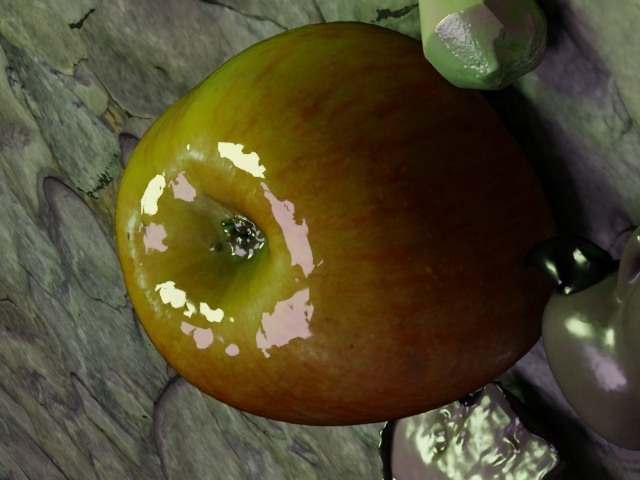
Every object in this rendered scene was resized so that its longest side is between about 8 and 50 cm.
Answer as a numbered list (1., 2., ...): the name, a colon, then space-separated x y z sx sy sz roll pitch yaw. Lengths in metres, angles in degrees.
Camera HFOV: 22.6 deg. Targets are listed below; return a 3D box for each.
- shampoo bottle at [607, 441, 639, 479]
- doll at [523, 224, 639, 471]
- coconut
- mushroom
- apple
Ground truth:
1. shampoo bottle: 0.251 0.170 1.138 0.165 0.040 0.080 60 153 -7
2. doll: 0.228 0.059 0.958 0.182 0.117 0.257 61 153 -3
3. coconut: 0.102 -0.131 1.000 0.083 0.082 0.081 116 150 -52
4. mushroom: 0.138 0.198 1.289 0.188 0.141 0.117 46 -173 29
5. apple: 0.000 0.000 1.110 0.301 0.301 0.301 40 151 29
